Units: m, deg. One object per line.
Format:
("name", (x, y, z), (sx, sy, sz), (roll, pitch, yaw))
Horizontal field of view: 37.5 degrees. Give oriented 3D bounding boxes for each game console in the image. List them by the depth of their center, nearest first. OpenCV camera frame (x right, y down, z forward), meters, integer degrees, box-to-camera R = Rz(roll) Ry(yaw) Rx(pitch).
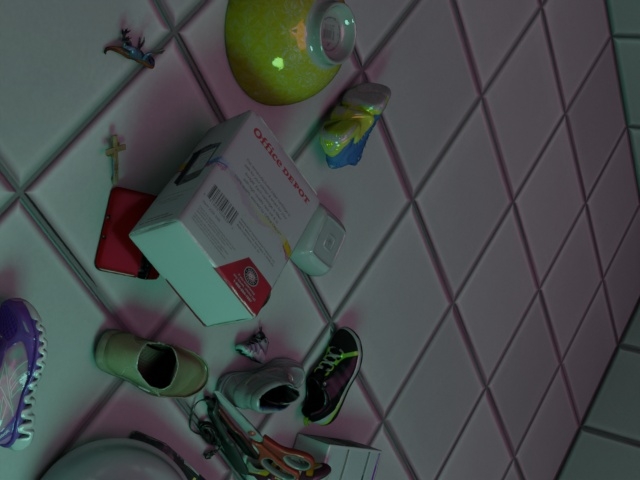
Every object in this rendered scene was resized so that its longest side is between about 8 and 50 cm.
("game console", (-0.315, -0.011, 1.615), (0.124, 0.085, 0.144), (24, 79, -85))

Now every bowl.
("bowl", (-0.321, 0.467, 1.518), (0.298, 0.134, 0.298), (6, 75, -24))
("bowl", (-0.027, -0.393, 1.773), (0.289, 0.156, 0.289), (-18, 114, -49))
("bowl", (0.000, 0.000, 2.006), (0.142, 0.053, 0.142), (45, 65, -50))

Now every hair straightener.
("hair straightener", (-0.195, 0.393, 1.859), (0.089, 0.047, 0.230), (-52, 136, -31))

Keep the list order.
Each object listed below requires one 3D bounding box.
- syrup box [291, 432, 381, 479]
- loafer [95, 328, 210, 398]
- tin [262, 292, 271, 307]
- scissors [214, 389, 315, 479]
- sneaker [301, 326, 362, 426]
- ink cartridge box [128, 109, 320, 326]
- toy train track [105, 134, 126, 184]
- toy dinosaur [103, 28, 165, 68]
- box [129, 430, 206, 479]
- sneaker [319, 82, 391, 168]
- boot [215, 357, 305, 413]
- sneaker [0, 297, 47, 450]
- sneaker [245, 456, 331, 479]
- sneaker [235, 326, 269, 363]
("syrup box", (0.036, 0.507, 2.161), (0.237, 0.093, 0.096), (25, 79, -53))
("loafer", (-0.279, 0.229, 1.662), (0.268, 0.092, 0.102), (28, 77, -53))
("tin", (-0.172, 0.073, 1.755), (0.106, 0.040, 0.189), (-35, 132, 10))
("scissors", (-0.133, 0.393, 1.865), (0.297, 0.109, 0.021), (40, 39, -26))
("sneaker", (0.021, 0.303, 2.092), (0.097, 0.084, 0.234), (25, 79, -52))
("ink cartridge box", (-0.154, -0.038, 1.614), (0.226, 0.131, 0.306), (54, 40, -25))
("toy train track", (-0.340, -0.133, 1.548), (0.048, 0.014, 0.083), (-29, 128, -54))
("toy dinosaur", (-0.304, -0.307, 1.543), (0.090, 0.047, 0.082), (-29, 139, -7))
("box", (-0.331, 0.592, 1.694), (0.395, 0.097, 0.318), (-59, 141, -24))
("sneaker", (0.070, -0.241, 2.024), (0.240, 0.091, 0.126), (-45, 151, -37))
("boot", (-0.085, 0.304, 1.916), (0.258, 0.123, 0.095), (-7, 105, -52))
("sneaker", (-0.477, 0.203, 1.399), (0.104, 0.095, 0.236), (3, 98, -46))
("sneaker", (-0.066, 0.481, 1.986), (0.185, 0.069, 0.084), (-9, 92, -21))
("sneaker", (-0.134, 0.204, 1.900), (0.098, 0.038, 0.069), (44, 63, -60))
